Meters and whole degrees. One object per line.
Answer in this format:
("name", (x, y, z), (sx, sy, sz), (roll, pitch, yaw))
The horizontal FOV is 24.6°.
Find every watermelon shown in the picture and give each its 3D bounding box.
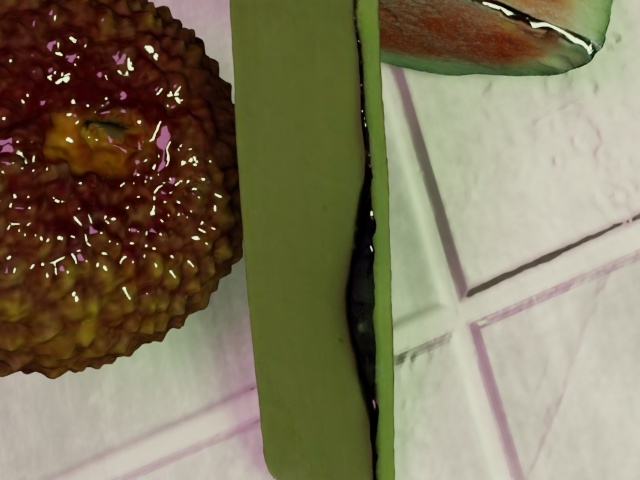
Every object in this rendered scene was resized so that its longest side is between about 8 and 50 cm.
("watermelon", (0.053, -0.133, 0.804), (0.207, 0.202, 0.136), (46, 138, 40))

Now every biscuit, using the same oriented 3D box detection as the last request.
("biscuit", (0.000, 0.000, 0.784), (0.099, 0.038, 0.323), (15, 119, 39))

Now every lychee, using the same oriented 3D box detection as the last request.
("lychee", (-0.181, -0.033, 0.887), (0.271, 0.271, 0.271), (-9, 73, 32))
